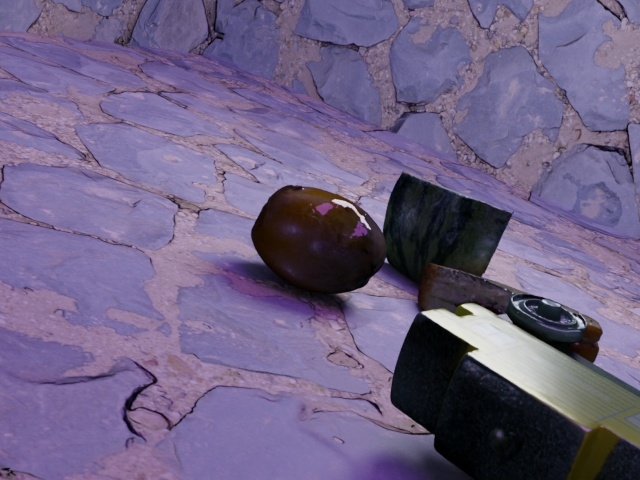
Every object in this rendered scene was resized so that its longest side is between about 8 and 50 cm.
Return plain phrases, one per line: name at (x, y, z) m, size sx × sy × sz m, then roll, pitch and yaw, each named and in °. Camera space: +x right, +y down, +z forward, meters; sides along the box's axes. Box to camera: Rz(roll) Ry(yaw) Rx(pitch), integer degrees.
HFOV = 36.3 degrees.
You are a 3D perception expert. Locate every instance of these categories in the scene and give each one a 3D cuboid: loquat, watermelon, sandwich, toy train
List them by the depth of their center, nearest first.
toy train at (0.287, 0.209, 1.133) m, size 0.272 × 0.179 × 0.442 m, roll -5°, pitch 27°, yaw -45°
loquat at (0.000, 0.000, 1.633) m, size 0.227 × 0.179 × 0.179 m, roll 21°, pitch 15°, yaw -7°
sandwich at (0.327, 0.131, 1.690) m, size 0.288 × 0.099 × 0.254 m, roll 19°, pitch 10°, yaw -7°
watermelon at (0.258, -0.012, 1.913) m, size 0.262 × 0.213 × 0.201 m, roll 30°, pitch 18°, yaw 32°
